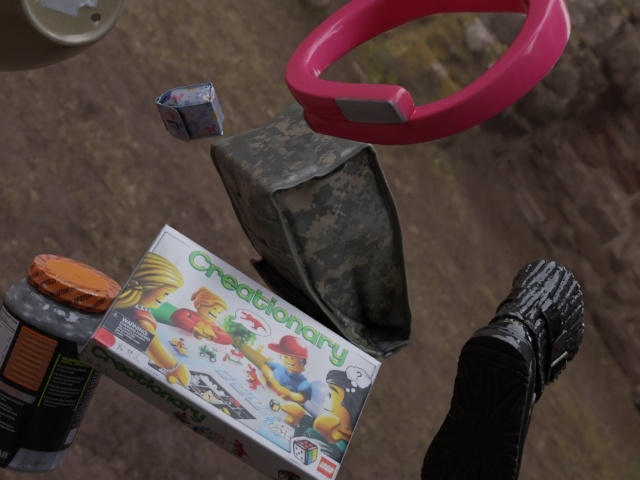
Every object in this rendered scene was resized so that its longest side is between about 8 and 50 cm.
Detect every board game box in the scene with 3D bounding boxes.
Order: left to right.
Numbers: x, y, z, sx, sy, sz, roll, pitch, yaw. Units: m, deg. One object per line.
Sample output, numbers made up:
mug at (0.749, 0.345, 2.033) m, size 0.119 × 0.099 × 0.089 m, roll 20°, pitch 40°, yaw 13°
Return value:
board game box at (-0.093, 0.136, 1.348) m, size 0.305 × 0.053 × 0.193 m, roll 33°, pitch 45°, yaw -7°

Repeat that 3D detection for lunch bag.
lunch bag at (-0.185, -0.178, 1.699) m, size 0.071 × 0.083 × 0.053 m, roll 74°, pitch 13°, yaw -48°
lunch bag at (0.000, 0.000, 1.516) m, size 0.235 × 0.169 × 0.287 m, roll 43°, pitch -23°, yaw 60°

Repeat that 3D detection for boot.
boot at (0.271, 0.220, 1.730) m, size 0.131 × 0.348 × 0.260 m, roll 24°, pitch 30°, yaw 16°

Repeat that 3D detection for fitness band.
fitness band at (0.091, -0.172, 1.083) m, size 0.291 × 0.209 × 0.054 m, roll 16°, pitch -35°, yaw 53°

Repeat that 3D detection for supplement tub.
supplement tub at (-0.445, 0.195, 1.924) m, size 0.193 × 0.316 × 0.193 m, roll 25°, pitch 10°, yaw -5°

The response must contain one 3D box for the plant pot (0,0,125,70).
plant pot at (-0.345, -0.311, 1.427) m, size 0.256 × 0.256 × 0.274 m, roll 43°, pitch -11°, yaw -35°
